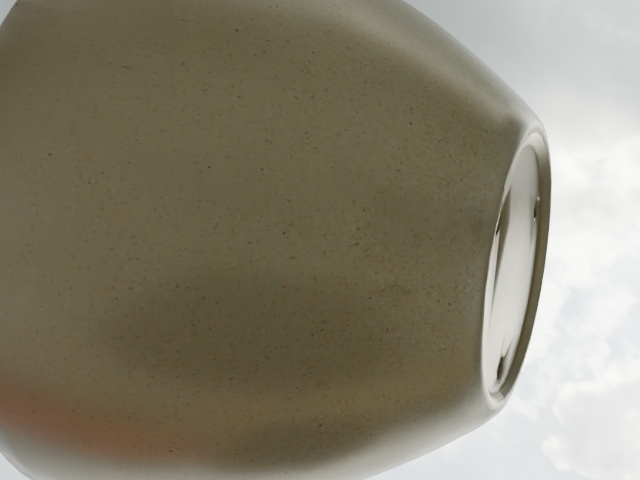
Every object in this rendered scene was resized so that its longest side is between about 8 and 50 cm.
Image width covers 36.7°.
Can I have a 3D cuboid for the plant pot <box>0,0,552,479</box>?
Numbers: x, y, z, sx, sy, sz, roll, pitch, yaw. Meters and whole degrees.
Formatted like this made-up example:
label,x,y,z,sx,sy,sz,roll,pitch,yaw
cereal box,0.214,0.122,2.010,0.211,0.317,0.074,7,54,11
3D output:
label,x,y,z,sx,sy,sz,roll,pitch,yaw
plant pot,0.000,0.000,0.452,0.191,0.284,0.284,9,-84,23
